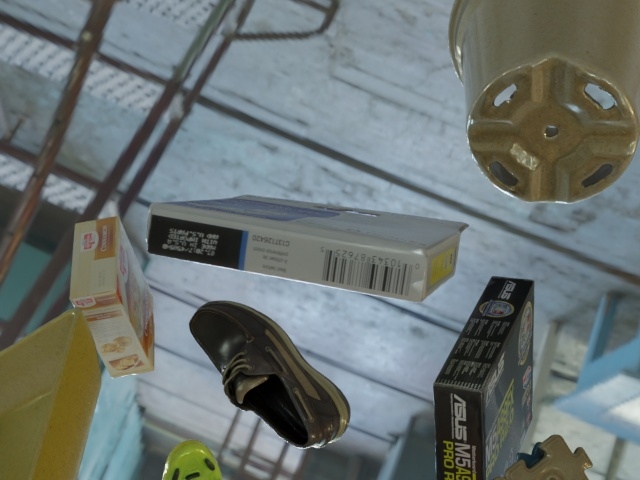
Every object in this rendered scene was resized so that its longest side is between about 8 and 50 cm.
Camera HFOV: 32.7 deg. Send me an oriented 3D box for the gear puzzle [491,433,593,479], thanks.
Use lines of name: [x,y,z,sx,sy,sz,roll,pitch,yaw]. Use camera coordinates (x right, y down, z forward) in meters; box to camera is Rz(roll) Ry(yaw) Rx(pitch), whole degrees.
gear puzzle: [0.274,0.380,1.143,0.339,0.175,0.044,58,162,-1]

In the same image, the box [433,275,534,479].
box: [0.205,0.199,1.330,0.060,0.270,0.216,7,117,21]

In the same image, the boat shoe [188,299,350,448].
boat shoe: [-0.105,0.233,1.937,0.355,0.132,0.130,36,-155,19]

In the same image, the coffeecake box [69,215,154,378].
coffeecake box: [-0.292,0.082,1.549,0.068,0.142,0.186,-11,137,3]

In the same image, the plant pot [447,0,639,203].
plant pot: [0.328,-0.222,1.528,0.333,0.305,0.334,7,126,10]

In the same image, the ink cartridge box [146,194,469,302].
ink cartridge box: [0.000,0.000,1.250,0.303,0.072,0.307,8,-175,15]

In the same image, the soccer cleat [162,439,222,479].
soccer cleat: [-0.194,0.390,1.663,0.121,0.093,0.289,-123,18,-45]

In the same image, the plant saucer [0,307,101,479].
plant saucer: [-0.370,0.280,1.263,0.081,0.333,0.332,31,140,-30]
